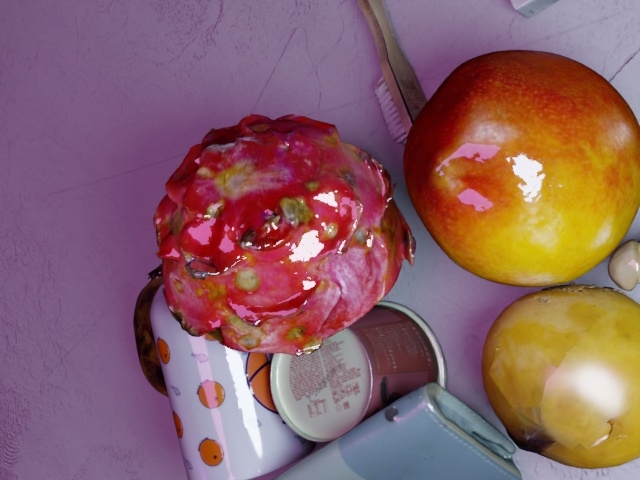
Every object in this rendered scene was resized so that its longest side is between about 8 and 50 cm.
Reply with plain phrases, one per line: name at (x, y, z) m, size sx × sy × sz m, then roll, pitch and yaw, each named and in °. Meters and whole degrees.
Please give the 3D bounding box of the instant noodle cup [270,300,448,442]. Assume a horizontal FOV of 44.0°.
instant noodle cup at (0.048, 0.203, 1.196) m, size 0.235 × 0.178 × 0.234 m, roll -5°, pitch 81°, yaw 34°

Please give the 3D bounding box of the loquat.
loquat at (0.316, 0.164, 0.972) m, size 0.235 × 0.235 × 0.235 m, roll -4°, pitch 84°, yaw 36°

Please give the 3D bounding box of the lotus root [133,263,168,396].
lotus root at (-0.256, 0.174, 1.440) m, size 0.169 × 0.141 × 0.314 m, roll -16°, pitch 78°, yaw 34°

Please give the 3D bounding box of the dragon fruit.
dragon fruit at (-0.063, -0.040, 1.132) m, size 0.386 × 0.249 × 0.371 m, roll -4°, pitch 48°, yaw 8°

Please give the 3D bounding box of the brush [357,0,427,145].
brush at (0.101, -0.288, 1.273) m, size 0.065 × 0.070 × 0.327 m, roll -34°, pitch 66°, yaw 40°

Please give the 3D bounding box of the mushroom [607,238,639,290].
mushroom at (0.483, 0.034, 0.927) m, size 0.270 × 0.118 × 0.103 m, roll 3°, pitch 103°, yaw 31°

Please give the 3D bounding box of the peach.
peach at (0.246, -0.089, 0.990) m, size 0.308 × 0.332 × 0.307 m, roll 6°, pitch 100°, yaw 39°

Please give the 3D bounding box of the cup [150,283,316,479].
cup at (-0.150, 0.207, 1.281) m, size 0.212 × 0.212 × 0.317 m, roll -17°, pitch 88°, yaw 34°

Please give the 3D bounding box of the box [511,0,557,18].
box at (0.366, -0.383, 1.091) m, size 0.218 × 0.055 × 0.039 m, roll -27°, pitch 73°, yaw 32°

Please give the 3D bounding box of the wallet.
wallet at (0.090, 0.354, 1.126) m, size 0.360 × 0.252 × 0.083 m, roll -37°, pitch 31°, yaw 25°
